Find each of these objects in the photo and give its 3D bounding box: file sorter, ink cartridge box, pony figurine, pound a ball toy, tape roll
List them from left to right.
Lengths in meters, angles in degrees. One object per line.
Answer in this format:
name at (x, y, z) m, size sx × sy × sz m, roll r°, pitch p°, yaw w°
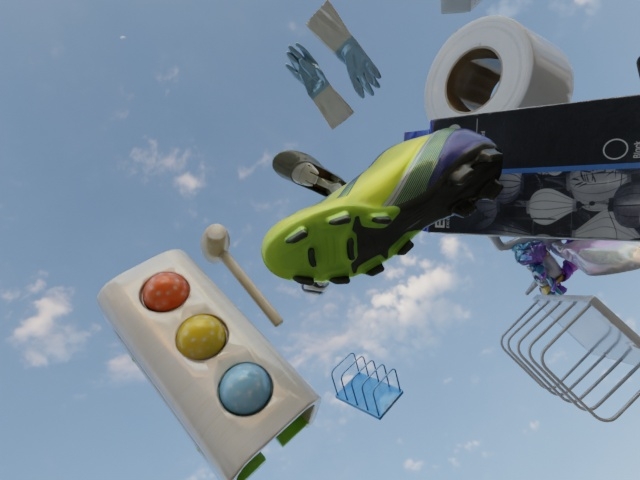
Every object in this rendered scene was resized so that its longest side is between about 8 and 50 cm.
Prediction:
pound a ball toy at (-0.126, 0.105, 0.534) m, size 0.208 × 0.319 × 0.135 m, roll -32°, pitch -30°, yaw -31°
file sorter at (0.132, 0.415, 1.232) m, size 0.118 × 0.170 × 0.104 m, roll -32°, pitch -64°, yaw -37°
ink cartridge box at (0.407, -0.734, 1.146) m, size 0.208 × 0.087 × 0.153 m, roll -49°, pitch -41°, yaw -31°
tape roll at (0.365, -0.315, 0.882) m, size 0.169 × 0.246 × 0.246 m, roll 0°, pitch -65°, yaw -37°
ink cartridge box at (0.247, -0.085, 0.557) m, size 0.065 × 0.333 × 0.165 m, roll -2°, pitch -87°, yaw -53°
pony figurine at (0.611, -0.032, 1.072) m, size 0.351 × 0.303 × 0.363 m, roll -34°, pitch -77°, yaw 33°
file sorter at (0.551, 0.247, 0.934) m, size 0.173 × 0.277 × 0.193 m, roll -44°, pitch -99°, yaw 0°

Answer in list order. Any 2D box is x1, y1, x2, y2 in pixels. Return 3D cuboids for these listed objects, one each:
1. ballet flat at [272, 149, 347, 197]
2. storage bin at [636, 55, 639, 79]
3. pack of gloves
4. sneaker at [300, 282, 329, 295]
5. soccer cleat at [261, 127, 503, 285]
ballet flat at (-0.011, -0.143, 0.946) m, size 0.213 × 0.068 × 0.072 m, roll 17°, pitch -72°, yaw -43°
storage bin at (0.897, -0.438, 1.114) m, size 0.098 × 0.091 × 0.135 m, roll -17°, pitch -81°, yaw 31°
pack of gloves at (0.032, -0.422, 1.034) m, size 0.195 × 0.046 × 0.232 m, roll -29°, pitch -75°, yaw 42°
sneaker at (0.000, 0.000, 1.027) m, size 0.094 × 0.235 × 0.153 m, roll 16°, pitch -43°, yaw -17°
soccer cleat at (0.064, -0.043, 0.467) m, size 0.289 × 0.121 × 0.093 m, roll -26°, pitch -52°, yaw -13°
